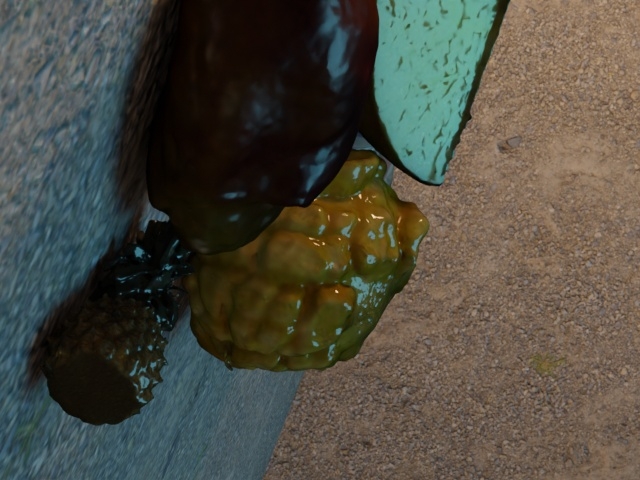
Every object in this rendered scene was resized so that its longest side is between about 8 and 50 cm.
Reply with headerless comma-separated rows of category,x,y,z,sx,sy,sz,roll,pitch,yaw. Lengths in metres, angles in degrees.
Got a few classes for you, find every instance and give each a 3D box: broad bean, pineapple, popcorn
broad bean,-0.036,-0.088,0.684,0.156,0.122,0.228,-64,170,-59
pineapple,-0.119,0.045,0.709,0.159,0.074,0.074,-73,-179,-54
popcorn,-0.015,0.013,1.019,0.250,0.190,0.250,-56,179,-2

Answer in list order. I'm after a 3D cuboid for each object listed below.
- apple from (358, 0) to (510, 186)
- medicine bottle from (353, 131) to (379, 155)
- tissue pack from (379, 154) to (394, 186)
apple,0.089,-0.237,1.004,0.254,0.179,0.346,-43,151,-72
medicine bottle,0.044,-0.170,1.243,0.186,0.103,0.102,107,7,-48
tissue pack,0.000,0.000,1.391,0.225,0.124,0.185,103,8,-63
